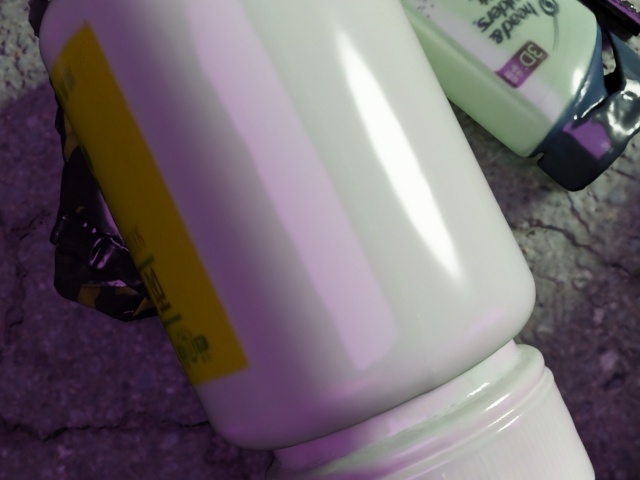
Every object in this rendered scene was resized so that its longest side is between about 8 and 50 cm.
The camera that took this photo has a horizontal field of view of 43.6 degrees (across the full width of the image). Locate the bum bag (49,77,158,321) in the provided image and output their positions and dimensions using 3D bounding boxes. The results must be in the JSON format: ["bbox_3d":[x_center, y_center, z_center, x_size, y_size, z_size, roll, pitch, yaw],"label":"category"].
[{"bbox_3d":[-0.145,-0.056,0.589,0.106,0.060,0.232,-4,77,-5],"label":"bum bag"}]

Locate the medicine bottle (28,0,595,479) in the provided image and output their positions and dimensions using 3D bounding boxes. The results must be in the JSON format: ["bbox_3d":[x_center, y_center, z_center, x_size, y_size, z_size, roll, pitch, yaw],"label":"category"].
[{"bbox_3d":[0.000,0.000,0.486,0.213,0.213,0.379,-26,88,0],"label":"medicine bottle"}]

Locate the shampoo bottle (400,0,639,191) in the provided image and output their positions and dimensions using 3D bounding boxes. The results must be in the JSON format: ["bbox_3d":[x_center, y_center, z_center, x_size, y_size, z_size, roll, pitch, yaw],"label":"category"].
[{"bbox_3d":[0.084,-0.191,0.581,0.359,0.078,0.134,42,62,9],"label":"shampoo bottle"}]

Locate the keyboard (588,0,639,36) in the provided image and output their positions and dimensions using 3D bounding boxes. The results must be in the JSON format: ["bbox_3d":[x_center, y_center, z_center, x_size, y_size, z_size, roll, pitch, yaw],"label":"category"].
[{"bbox_3d":[0.157,-0.219,0.592,0.204,0.061,0.013,41,108,8],"label":"keyboard"}]
